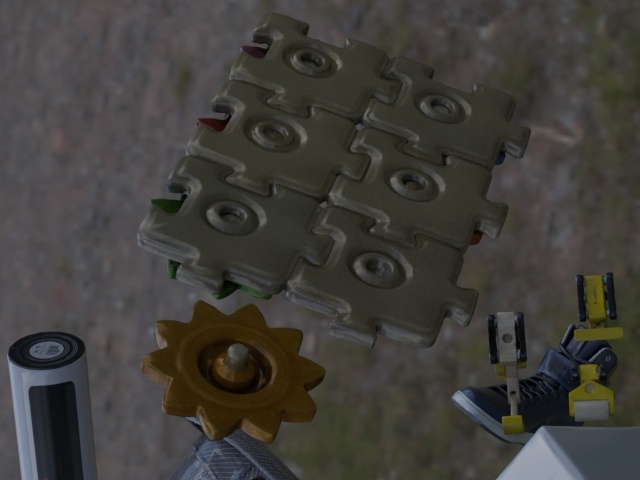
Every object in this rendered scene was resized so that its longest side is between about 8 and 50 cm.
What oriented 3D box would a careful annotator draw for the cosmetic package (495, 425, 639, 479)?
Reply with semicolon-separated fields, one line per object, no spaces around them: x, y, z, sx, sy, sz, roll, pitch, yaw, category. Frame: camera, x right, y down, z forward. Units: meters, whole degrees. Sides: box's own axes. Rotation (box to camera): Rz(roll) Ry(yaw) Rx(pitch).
0.286;0.389;1.553;0.230;0.161;0.453;-54;53;24;cosmetic package

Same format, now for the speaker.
-0.186;0.135;1.338;0.055;0.055;0.136;-130;34;-58;speaker

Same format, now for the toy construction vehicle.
0.152;0.074;1.221;0.035;0.086;0.098;68;-163;-66;toy construction vehicle

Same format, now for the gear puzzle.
0.000;0.000;0.996;0.339;0.175;0.044;-66;-6;-52;gear puzzle

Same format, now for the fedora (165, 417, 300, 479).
-0.022;0.223;1.173;0.124;0.244;0.275;-44;63;-7;fedora

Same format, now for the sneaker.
0.262;0.166;2.286;0.086;0.226;0.163;40;102;41;sneaker
